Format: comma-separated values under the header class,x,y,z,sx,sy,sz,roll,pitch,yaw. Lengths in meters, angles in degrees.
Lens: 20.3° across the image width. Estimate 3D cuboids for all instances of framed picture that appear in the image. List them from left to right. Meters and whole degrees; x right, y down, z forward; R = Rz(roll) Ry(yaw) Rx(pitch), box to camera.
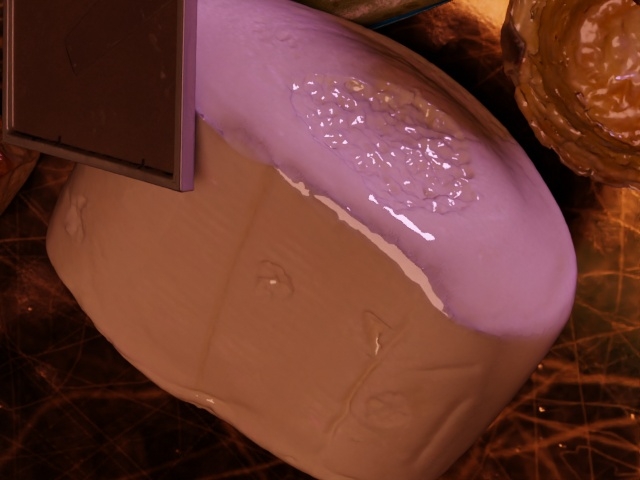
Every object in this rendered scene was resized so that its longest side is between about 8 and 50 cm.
class,x,y,z,sx,sy,sz,roll,pitch,yaw
framed picture,-0.198,-0.169,1.553,0.289,0.020,0.211,16,109,49

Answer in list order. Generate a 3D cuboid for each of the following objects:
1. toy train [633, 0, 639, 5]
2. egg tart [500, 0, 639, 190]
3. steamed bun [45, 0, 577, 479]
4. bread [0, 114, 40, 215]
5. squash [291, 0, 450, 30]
class,x,y,z,sx,sy,sz,roll,pitch,yaw
toy train,0.234,-0.387,1.509,0.249,0.178,0.429,-28,73,-11
egg tart,0.302,-0.173,1.614,0.295,0.116,0.294,4,113,9
steamed bun,0.000,0.000,1.664,0.456,0.290,0.371,39,133,5
bread,-0.441,-0.046,1.879,0.185,0.114,0.274,41,111,-1
squash,0.119,-0.269,1.661,0.341,0.094,0.094,-23,100,21
